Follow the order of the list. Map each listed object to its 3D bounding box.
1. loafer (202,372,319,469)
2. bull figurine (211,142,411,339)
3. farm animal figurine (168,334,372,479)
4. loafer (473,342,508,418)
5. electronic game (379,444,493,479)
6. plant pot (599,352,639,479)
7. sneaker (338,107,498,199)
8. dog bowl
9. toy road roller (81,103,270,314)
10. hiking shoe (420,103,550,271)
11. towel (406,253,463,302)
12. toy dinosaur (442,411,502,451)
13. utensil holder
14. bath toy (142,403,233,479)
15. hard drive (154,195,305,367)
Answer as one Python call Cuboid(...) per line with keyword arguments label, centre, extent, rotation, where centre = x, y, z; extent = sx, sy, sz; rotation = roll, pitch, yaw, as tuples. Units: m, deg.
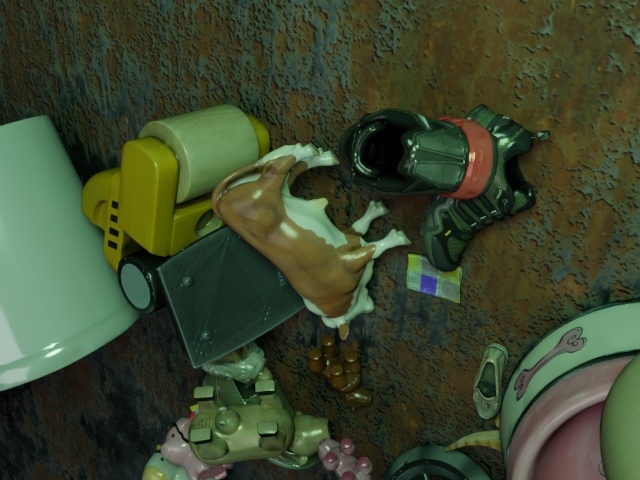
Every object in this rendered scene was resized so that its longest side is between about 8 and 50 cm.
Cuboid(label="loafer", centre=(-0.097, 0.292, 1.279), extent=(0.251, 0.094, 0.087), rotation=(36, 125, 14))
Cuboid(label="bull figurine", centre=(0.000, 0.000, 1.020), extent=(0.188, 0.101, 0.310), rotation=(-42, 117, 15))
Cuboid(label="farm animal figurine", centre=(-0.065, 0.317, 1.152), extent=(0.326, 0.330, 0.172), rotation=(8, 144, 12))
Cuboid(label="loafer", centre=(0.235, 0.204, 1.050), extent=(0.045, 0.039, 0.125), rotation=(16, 121, 24))
Cuboid(label="electronic game", centre=(0.178, 0.431, 1.137), extent=(0.229, 0.048, 0.229), rotation=(-11, 71, 34))
Cuboid(label="plant pot", centre=(0.394, 0.233, 0.655), extent=(0.284, 0.191, 0.284), rotation=(7, 109, 20))
Cuboid(label="sneaker", centre=(0.078, -0.108, 0.876), extent=(0.276, 0.135, 0.098), rotation=(23, 109, 61))
Cuboid(label="dog bowl", centre=(0.402, 0.278, 0.860), extent=(0.407, 0.150, 0.408), rotation=(7, 110, 21))
Cuboid(label="toy road roller", centre=(-0.239, -0.073, 1.124), extent=(0.240, 0.202, 0.330), rotation=(38, 130, 26))
Cuboid(label="hiking shoe", centre=(0.199, -0.045, 0.914), extent=(0.114, 0.086, 0.227), rotation=(27, 125, 24))
Cuboid(label="towel", centre=(0.159, 0.052, 1.041), extent=(0.083, 0.009, 0.060), rotation=(17, 123, 26))
Cuboid(label="toy dinosaur", centre=(0.266, 0.278, 1.039), extent=(0.211, 0.064, 0.112), rotation=(4, 109, 24))
Cuboid(label="utensil holder", centre=(-0.531, 0.016, 1.280), extent=(0.327, 0.327, 0.386), rotation=(-11, 105, 37))
Cuboid(label="bath toy", centre=(-0.244, 0.401, 1.421), extent=(0.348, 0.151, 0.129), rotation=(-57, 43, 38))
Cuboid(label="hard drive", centre=(-0.111, 0.052, 1.070), extent=(0.054, 0.254, 0.172), rotation=(8, 120, 50))
